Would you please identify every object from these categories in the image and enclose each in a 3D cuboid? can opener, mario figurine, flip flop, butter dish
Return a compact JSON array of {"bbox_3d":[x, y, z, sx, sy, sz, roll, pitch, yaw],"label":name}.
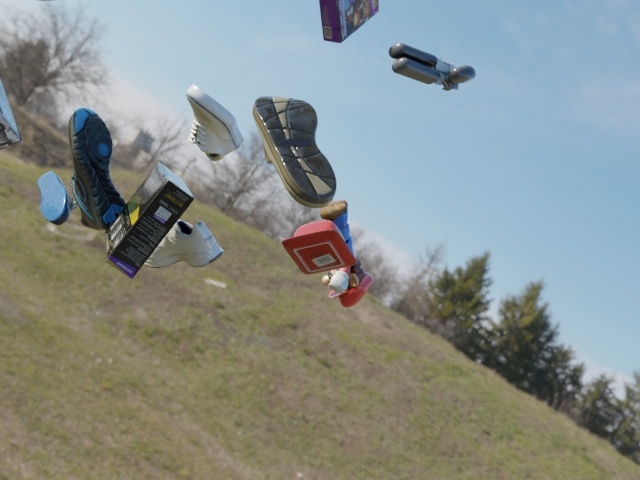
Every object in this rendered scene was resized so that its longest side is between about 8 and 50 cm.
[{"bbox_3d":[0.279,-0.424,1.799,0.095,0.076,0.283,-17,-11,37],"label":"can opener"},{"bbox_3d":[0.041,0.051,2.228,0.170,0.320,0.198,-2,15,39],"label":"mario figurine"},{"bbox_3d":[-0.047,-0.144,1.216,0.112,0.080,0.277,-2,48,-24],"label":"flip flop"},{"bbox_3d":[0.000,0.000,1.964,0.160,0.118,0.160,-13,-44,20],"label":"butter dish"}]

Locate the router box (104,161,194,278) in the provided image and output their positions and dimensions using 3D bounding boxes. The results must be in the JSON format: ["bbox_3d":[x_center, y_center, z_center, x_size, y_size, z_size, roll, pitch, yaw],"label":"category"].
[{"bbox_3d":[-0.435,-0.060,1.860,0.081,0.243,0.309,38,2,-21],"label":"router box"}]

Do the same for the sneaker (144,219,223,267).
[{"bbox_3d":[-0.405,0.002,2.094,0.297,0.111,0.129,-5,-65,31],"label":"sneaker"}]

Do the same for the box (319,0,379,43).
[{"bbox_3d":[0.067,-0.667,1.843,0.057,0.201,0.293,19,-42,28],"label":"box"}]

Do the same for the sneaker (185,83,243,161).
[{"bbox_3d":[-0.223,-0.225,1.510,0.094,0.091,0.258,39,-6,17],"label":"sneaker"}]

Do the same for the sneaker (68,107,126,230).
[{"bbox_3d":[-0.634,-0.186,2.016,0.140,0.340,0.125,1,15,36],"label":"sneaker"}]

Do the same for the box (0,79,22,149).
[{"bbox_3d":[-0.655,-0.241,1.225,0.307,0.243,0.076,60,-8,29],"label":"box"}]

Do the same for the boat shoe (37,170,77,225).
[{"bbox_3d":[-0.801,-0.125,2.297,0.089,0.109,0.258,60,2,-43],"label":"boat shoe"}]
